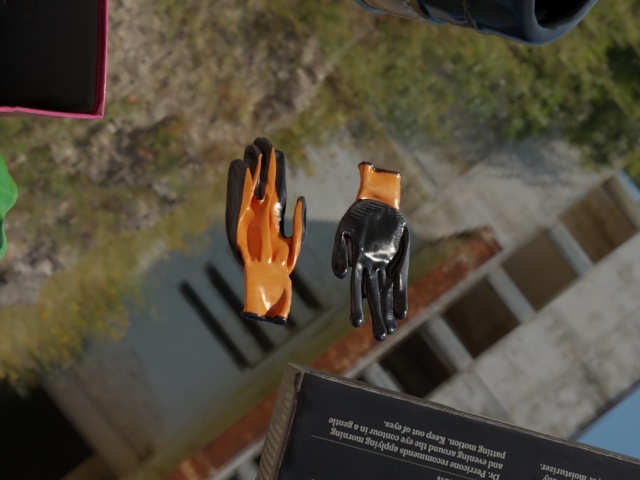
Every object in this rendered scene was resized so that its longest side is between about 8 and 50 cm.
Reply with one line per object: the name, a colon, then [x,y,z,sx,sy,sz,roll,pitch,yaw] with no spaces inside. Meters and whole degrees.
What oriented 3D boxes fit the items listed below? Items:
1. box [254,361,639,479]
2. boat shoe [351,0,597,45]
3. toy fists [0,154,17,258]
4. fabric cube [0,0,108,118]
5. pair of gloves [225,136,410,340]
box: [0.098,0.290,1.114,0.179,0.343,0.313,147,-41,-84]
boat shoe: [0.208,-0.293,0.775,0.500,0.156,0.187,-47,146,-11]
toy fists: [-0.299,0.038,0.843,0.279,0.096,0.142,-47,155,-14]
fabric cube: [-0.350,-0.231,1.167,0.258,0.254,0.259,4,-177,25]
pair of gloves: [0.000,0.000,0.545,0.083,0.074,0.010,12,156,-31]
